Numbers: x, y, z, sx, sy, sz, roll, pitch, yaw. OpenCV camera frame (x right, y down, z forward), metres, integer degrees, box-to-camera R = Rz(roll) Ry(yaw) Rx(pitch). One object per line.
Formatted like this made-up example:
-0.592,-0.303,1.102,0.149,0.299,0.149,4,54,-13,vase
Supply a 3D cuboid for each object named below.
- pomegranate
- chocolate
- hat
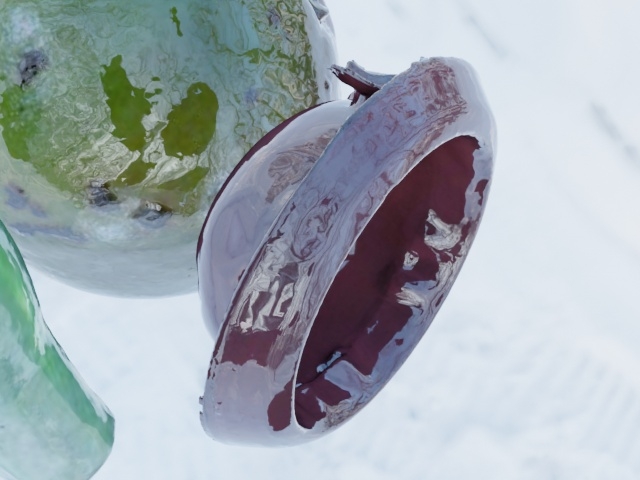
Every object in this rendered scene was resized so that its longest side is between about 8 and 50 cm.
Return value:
-0.148,-0.110,1.166,0.323,0.291,0.290,1,72,2,pomegranate
-0.175,0.000,0.748,0.110,0.110,0.291,-60,135,-27,chocolate
0.000,0.000,0.880,0.089,0.205,0.205,32,59,21,hat
